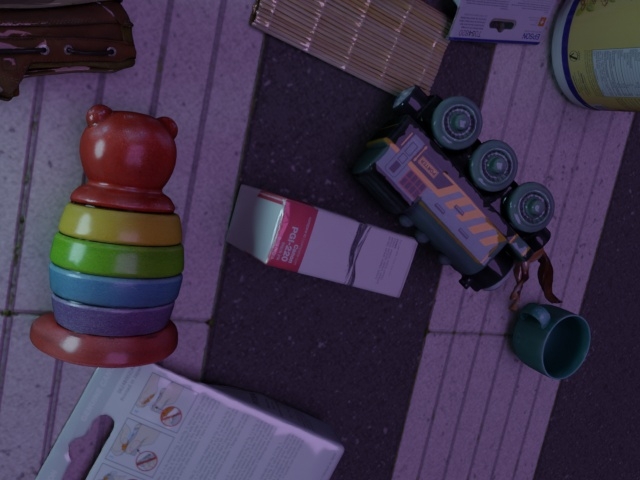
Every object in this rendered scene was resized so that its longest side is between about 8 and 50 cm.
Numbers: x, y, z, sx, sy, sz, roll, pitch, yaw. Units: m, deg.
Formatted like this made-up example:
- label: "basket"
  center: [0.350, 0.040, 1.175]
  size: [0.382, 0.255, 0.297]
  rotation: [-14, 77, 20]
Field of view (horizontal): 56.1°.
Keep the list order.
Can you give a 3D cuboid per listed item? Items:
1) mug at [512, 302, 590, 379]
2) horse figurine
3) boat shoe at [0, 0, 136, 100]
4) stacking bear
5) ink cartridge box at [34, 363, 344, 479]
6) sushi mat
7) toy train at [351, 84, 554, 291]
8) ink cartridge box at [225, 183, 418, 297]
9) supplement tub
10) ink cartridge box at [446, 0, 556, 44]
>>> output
- label: "mug"
  center: [0.435, 0.176, 1.153]
  size: [0.129, 0.097, 0.157]
  rotation: [-14, 108, -24]
- label: "horse figurine"
  center: [0.333, 0.013, 1.066]
  size: [0.263, 0.066, 0.174]
  rotation: [33, 70, -21]
- label: "boat shoe"
  center: [-0.346, -0.199, 0.632]
  size: [0.307, 0.111, 0.104]
  rotation: [-21, 111, -22]
- label: "stacking bear"
  center: [-0.239, -0.011, 0.719]
  size: [0.175, 0.164, 0.289]
  rotation: [4, 96, -29]
- label: "ink cartridge box"
  center: [-0.200, 0.355, 0.891]
  size: [0.385, 0.091, 0.308]
  rotation: [29, 89, -14]
- label: "sushi mat"
  center: [0.058, -0.318, 0.871]
  size: [0.317, 0.019, 0.151]
  rotation: [17, 95, -30]
- label: "toy train"
  center: [0.205, -0.073, 0.920]
  size: [0.334, 0.142, 0.190]
  rotation: [44, 86, -14]
- label: "ink cartridge box"
  center: [0.000, 0.000, 0.840]
  size: [0.218, 0.158, 0.092]
  rotation: [14, 94, -30]
- label: "supplement tub"
  center: [0.575, -0.325, 0.962]
  size: [0.241, 0.331, 0.241]
  rotation: [-7, 106, -27]
- label: "ink cartridge box"
  center: [0.302, -0.421, 0.927]
  size: [0.223, 0.045, 0.224]
  rotation: [-9, 133, -32]
